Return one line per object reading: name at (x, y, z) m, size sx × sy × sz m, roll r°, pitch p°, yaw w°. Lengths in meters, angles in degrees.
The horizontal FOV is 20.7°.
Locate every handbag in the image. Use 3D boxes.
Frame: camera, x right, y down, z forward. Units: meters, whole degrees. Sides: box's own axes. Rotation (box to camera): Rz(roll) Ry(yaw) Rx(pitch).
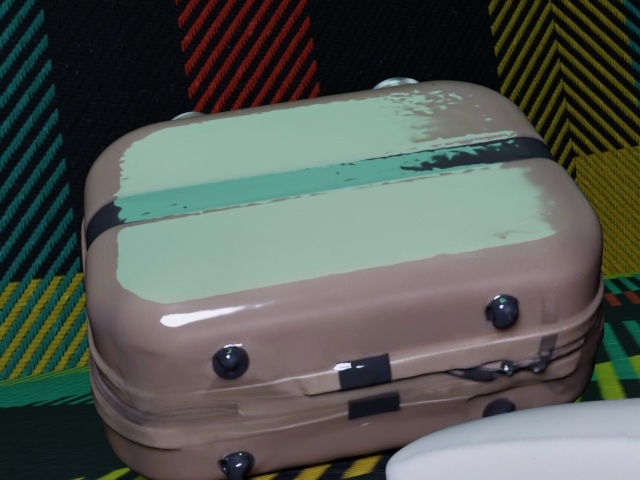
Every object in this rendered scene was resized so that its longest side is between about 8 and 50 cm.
handbag at (0.000, 0.000, 1.067) m, size 0.301 × 0.149 × 0.283 m, roll -10°, pitch 38°, yaw -6°

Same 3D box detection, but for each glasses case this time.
glasses case at (0.110, 0.083, 0.629) m, size 0.081 × 0.051 × 0.204 m, roll -9°, pitch 0°, yaw -43°
